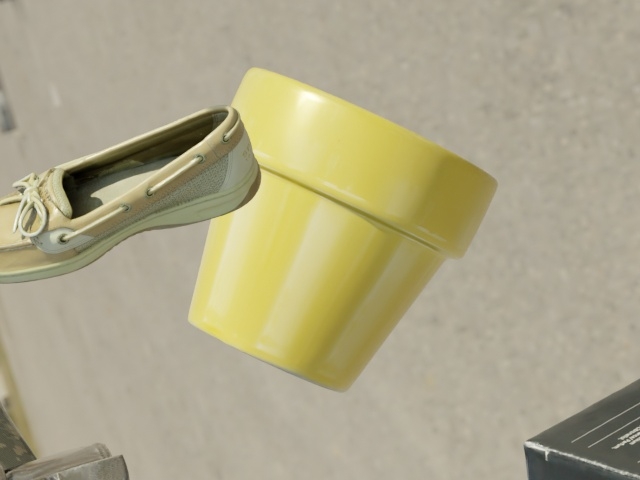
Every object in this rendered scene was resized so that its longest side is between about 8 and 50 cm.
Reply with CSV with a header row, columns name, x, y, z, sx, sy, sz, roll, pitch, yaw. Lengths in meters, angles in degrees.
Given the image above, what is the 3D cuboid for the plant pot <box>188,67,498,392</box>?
name,x,y,z,sx,sy,sz,roll,pitch,yaw
plant pot,0.000,0.000,1.756,0.239,0.254,0.254,-65,13,-1

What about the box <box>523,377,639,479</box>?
name,x,y,z,sx,sy,sz,roll,pitch,yaw
box,0.242,0.102,0.808,0.184,0.261,0.103,9,113,47

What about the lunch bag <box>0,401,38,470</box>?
name,x,y,z,sx,sy,sz,roll,pitch,yaw
lunch bag,-0.302,0.255,1.288,0.169,0.287,0.235,23,-162,-48

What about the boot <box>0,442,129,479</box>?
name,x,y,z,sx,sy,sz,roll,pitch,yaw
boot,-0.228,0.178,1.093,0.263,0.229,0.091,-27,80,67

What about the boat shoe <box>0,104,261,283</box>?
name,x,y,z,sx,sy,sz,roll,pitch,yaw
boat shoe,-0.106,-0.024,0.919,0.056,0.153,0.048,-103,-4,-46
